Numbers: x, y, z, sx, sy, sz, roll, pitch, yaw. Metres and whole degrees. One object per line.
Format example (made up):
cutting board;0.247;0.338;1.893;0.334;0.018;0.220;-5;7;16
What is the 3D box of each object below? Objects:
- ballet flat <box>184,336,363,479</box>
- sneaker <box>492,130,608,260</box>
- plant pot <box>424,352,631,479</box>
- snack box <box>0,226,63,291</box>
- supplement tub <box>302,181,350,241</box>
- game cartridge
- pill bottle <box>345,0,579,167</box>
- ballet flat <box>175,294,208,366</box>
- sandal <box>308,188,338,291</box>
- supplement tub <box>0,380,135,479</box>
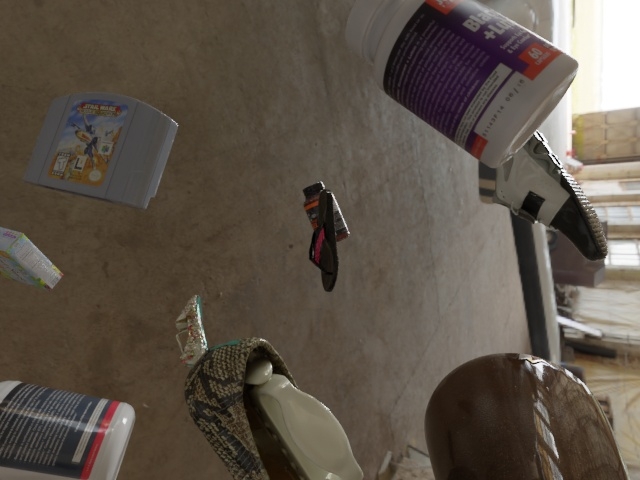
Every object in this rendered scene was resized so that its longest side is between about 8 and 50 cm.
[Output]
ballet flat;-0.001;0.338;0.560;0.482;0.182;0.164;57;39;2
sneaker;0.442;-0.087;0.872;0.122;0.146;0.330;0;59;-49
plant pot;0.211;0.256;0.426;0.230;0.216;0.215;-21;108;-74
snack box;-0.856;0.045;1.187;0.207;0.175;0.070;86;21;-55
supplement tub;0.012;-0.085;1.364;0.106;0.106;0.197;-23;90;-55
game cartridge;-0.412;-0.175;0.791;0.062;0.297;0.198;23;79;-68
pill bottle;0.119;-0.165;0.398;0.108;0.193;0.108;-42;161;-18
ballet flat;-0.348;0.237;1.143;0.077;0.241;0.091;-10;126;-15
sandal;0.000;0.000;0.736;0.040;0.067;0.179;-1;81;-21
supplement tub;-0.471;0.343;0.702;0.272;0.191;0.191;18;70;-13
